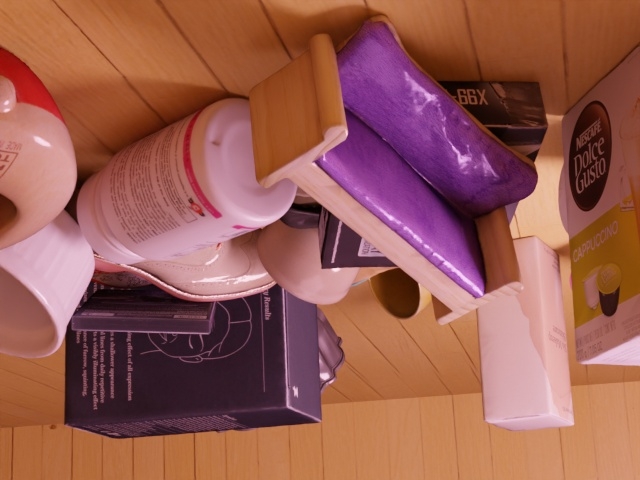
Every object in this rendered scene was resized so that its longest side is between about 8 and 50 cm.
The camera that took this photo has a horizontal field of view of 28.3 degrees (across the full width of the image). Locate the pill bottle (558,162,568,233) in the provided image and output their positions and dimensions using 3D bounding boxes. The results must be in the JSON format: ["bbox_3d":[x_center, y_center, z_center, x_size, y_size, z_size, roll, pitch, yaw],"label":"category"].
[{"bbox_3d":[0.470,-0.060,1.728,0.265,0.153,0.153,2,163,-12],"label":"pill bottle"}]

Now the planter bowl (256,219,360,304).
[{"bbox_3d":[0.000,0.000,1.901,0.162,0.162,0.109,9,134,-33],"label":"planter bowl"}]

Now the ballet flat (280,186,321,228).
[{"bbox_3d":[0.064,-0.063,1.775,0.281,0.095,0.096,-7,155,14],"label":"ballet flat"}]

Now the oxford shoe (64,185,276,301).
[{"bbox_3d":[-0.194,0.000,1.870,0.397,0.140,0.146,10,157,-38],"label":"oxford shoe"}]

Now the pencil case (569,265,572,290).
[{"bbox_3d":[0.572,0.066,2.240,0.284,0.124,0.124,7,161,-33],"label":"pencil case"}]

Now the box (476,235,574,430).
[{"bbox_3d":[0.349,0.165,2.195,0.121,0.311,0.148,-10,162,25],"label":"box"}]

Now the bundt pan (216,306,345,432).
[{"bbox_3d":[-0.127,0.208,2.381,0.331,0.331,0.124,-9,120,21],"label":"bundt pan"}]

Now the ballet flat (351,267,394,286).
[{"bbox_3d":[0.085,0.014,2.001,0.232,0.080,0.073,-17,130,35],"label":"ballet flat"}]

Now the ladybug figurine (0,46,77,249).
[{"bbox_3d":[-0.436,-0.101,1.420,0.305,0.161,0.449,15,154,-35],"label":"ladybug figurine"}]

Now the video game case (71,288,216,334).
[{"bbox_3d":[-0.258,0.105,1.922,0.196,0.026,0.274,2,-175,-3],"label":"video game case"}]

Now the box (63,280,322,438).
[{"bbox_3d":[-0.215,0.170,2.171,0.396,0.293,0.212,-6,164,14],"label":"box"}]

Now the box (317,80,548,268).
[{"bbox_3d":[0.131,-0.077,1.611,0.243,0.076,0.307,0,146,-8],"label":"box"}]

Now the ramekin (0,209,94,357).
[{"bbox_3d":[-0.446,0.026,1.744,0.277,0.135,0.277,19,146,13],"label":"ramekin"}]

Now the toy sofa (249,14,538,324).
[{"bbox_3d":[0.099,-0.070,1.414,0.177,0.150,0.362,-30,134,25],"label":"toy sofa"}]

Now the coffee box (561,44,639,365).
[{"bbox_3d":[0.502,-0.042,1.470,0.338,0.334,0.337,3,164,-12],"label":"coffee box"}]

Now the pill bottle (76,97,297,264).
[{"bbox_3d":[-0.176,-0.065,1.605,0.160,0.160,0.283,13,158,-42],"label":"pill bottle"}]

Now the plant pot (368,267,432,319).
[{"bbox_3d":[0.157,0.056,2.162,0.095,0.134,0.134,-23,177,-33],"label":"plant pot"}]

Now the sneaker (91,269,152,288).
[{"bbox_3d":[-0.328,0.013,1.975,0.270,0.090,0.145,9,163,-26],"label":"sneaker"}]
